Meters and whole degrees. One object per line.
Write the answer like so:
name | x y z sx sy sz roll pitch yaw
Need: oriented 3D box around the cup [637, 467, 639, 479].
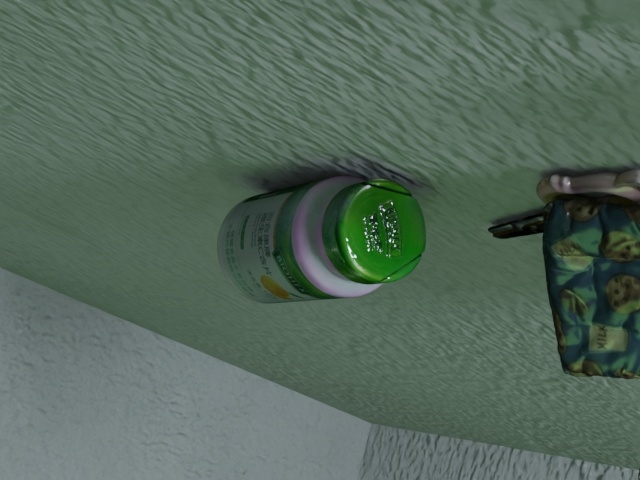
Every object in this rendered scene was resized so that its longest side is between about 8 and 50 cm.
cup | 0.411 0.150 1.288 0.196 0.279 0.196 20 170 3

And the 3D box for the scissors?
scissors | 0.253 -0.022 1.296 0.160 0.024 0.317 20 166 -20

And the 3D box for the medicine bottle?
medicine bottle | 0.000 0.000 1.445 0.133 0.133 0.274 23 164 -27

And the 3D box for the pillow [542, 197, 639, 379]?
pillow | 0.325 0.050 1.179 0.256 0.034 0.188 4 121 28
